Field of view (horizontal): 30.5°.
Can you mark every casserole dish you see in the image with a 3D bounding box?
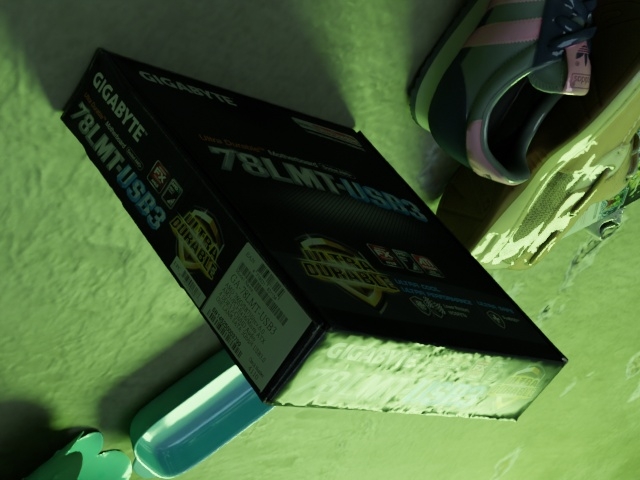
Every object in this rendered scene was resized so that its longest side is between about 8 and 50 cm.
[{"bbox_3d":[-0.110,0.162,1.155,0.188,0.037,0.114,-37,145,-5],"label":"casserole dish"}]

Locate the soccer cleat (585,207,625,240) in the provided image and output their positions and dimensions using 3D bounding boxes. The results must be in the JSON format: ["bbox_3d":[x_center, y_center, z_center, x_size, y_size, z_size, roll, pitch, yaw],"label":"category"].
[{"bbox_3d":[0.339,-0.036,1.350,0.083,0.035,0.029,-46,145,9],"label":"soccer cleat"}]

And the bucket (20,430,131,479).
[{"bbox_3d":[-0.213,0.333,1.062,0.183,0.281,0.281,-35,145,-2],"label":"bucket"}]

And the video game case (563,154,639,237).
[{"bbox_3d":[0.311,-0.117,1.227,0.210,0.042,0.232,-26,143,-19],"label":"video game case"}]

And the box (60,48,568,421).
[{"bbox_3d":[0.000,0.000,0.848,0.295,0.293,0.073,13,122,-49],"label":"box"}]

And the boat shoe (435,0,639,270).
[{"bbox_3d":[0.230,-0.093,1.072,0.110,0.121,0.341,12,140,-23],"label":"boat shoe"}]

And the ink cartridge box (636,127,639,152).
[{"bbox_3d":[0.333,-0.142,1.154,0.063,0.029,0.115,-25,143,-20],"label":"ink cartridge box"}]

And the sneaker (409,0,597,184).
[{"bbox_3d":[0.196,-0.189,0.958,0.112,0.131,0.319,-4,132,-38],"label":"sneaker"}]
